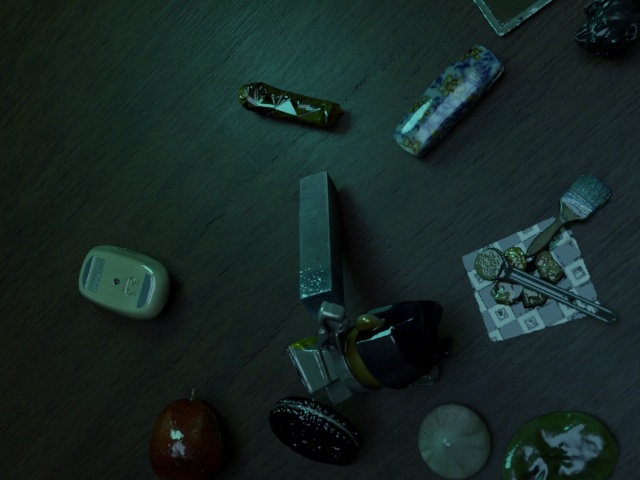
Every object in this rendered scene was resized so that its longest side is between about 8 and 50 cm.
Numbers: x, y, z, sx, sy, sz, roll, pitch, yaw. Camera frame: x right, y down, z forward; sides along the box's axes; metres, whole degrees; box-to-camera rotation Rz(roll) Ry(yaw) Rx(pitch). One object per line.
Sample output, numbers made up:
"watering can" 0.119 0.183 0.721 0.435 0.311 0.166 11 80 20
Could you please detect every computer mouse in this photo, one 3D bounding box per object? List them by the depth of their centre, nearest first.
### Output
"computer mouse" -0.432 0.094 1.765 0.236 0.082 0.145 13 89 26

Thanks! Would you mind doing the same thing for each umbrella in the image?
"umbrella" 0.552 -0.460 1.422 0.122 0.110 0.273 18 86 24

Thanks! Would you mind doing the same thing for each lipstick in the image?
"lipstick" 0.000 0.000 1.519 0.066 0.068 0.318 -18 44 16

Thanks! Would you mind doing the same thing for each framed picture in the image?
"framed picture" 0.371 -0.561 1.553 0.216 0.016 0.273 -33 72 15

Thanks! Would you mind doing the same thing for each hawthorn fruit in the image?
"hawthorn fruit" -0.262 0.414 1.616 0.173 0.179 0.174 11 127 15

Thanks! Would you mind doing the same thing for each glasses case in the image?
"glasses case" 0.246 -0.269 1.540 0.248 0.065 0.087 -45 70 12

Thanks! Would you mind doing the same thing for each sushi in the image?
"sushi" 0.379 0.071 1.453 0.210 0.040 0.193 -22 75 19

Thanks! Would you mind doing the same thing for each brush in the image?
"brush" 0.397 0.084 1.410 0.266 0.027 0.062 25 102 20
"brush" 0.438 -0.037 1.434 0.196 0.021 0.070 -45 70 0

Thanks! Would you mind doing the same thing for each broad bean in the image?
"broad bean" 0.411 0.383 1.392 0.206 0.072 0.153 -35 73 2

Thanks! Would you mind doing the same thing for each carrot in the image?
"carrot" -0.067 -0.285 1.674 0.228 0.069 0.069 18 90 23

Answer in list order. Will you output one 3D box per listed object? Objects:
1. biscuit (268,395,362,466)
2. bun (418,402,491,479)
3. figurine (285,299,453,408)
"biscuit" -0.011 0.364 1.509 0.194 0.195 0.053 11 52 23
"bun" 0.239 0.369 1.445 0.138 0.094 0.138 -1 86 22
"figurine" 0.100 0.204 1.436 0.308 0.308 0.143 -16 65 20
